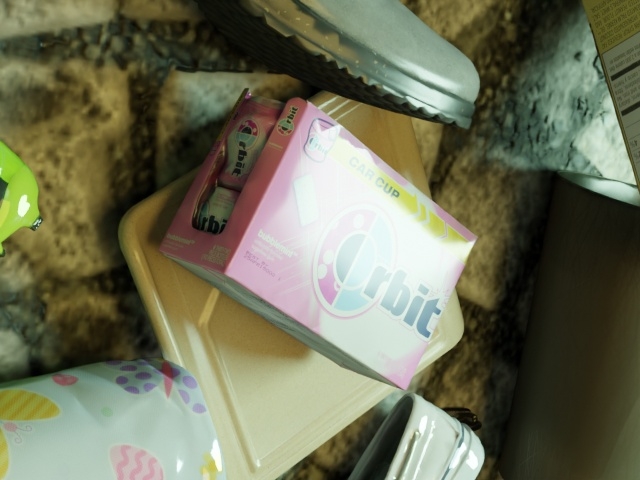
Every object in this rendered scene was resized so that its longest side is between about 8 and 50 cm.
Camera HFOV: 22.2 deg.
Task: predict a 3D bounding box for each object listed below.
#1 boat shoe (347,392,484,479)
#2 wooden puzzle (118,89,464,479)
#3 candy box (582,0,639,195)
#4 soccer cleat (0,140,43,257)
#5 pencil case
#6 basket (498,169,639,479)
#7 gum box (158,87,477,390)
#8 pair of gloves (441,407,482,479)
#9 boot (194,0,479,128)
[{"bbox_3d":[0.019,0.204,1.100,0.076,0.083,0.226,42,70,-21],"label":"boat shoe"},{"bbox_3d":[-0.013,0.024,1.028,0.238,0.044,0.221,-37,125,-31],"label":"wooden puzzle"},{"bbox_3d":[0.272,-0.125,1.078,0.183,0.087,0.316,0,69,-40],"label":"candy box"},{"bbox_3d":[-0.220,0.014,0.837,0.179,0.060,0.072,-50,121,-24],"label":"soccer cleat"},{"bbox_3d":[-0.183,0.142,0.870,0.273,0.113,0.124,-12,126,-37],"label":"pencil case"},{"bbox_3d":[0.221,0.082,1.175,0.204,0.154,0.227,10,102,-38],"label":"basket"},{"bbox_3d":[0.000,0.000,0.956,0.188,0.062,0.107,35,77,-44],"label":"gum box"},{"bbox_3d":[0.085,0.161,1.175,0.074,0.010,0.083,-7,106,-38],"label":"pair of gloves"},{"bbox_3d":[-0.001,-0.214,0.885,0.338,0.118,0.223,28,85,-37],"label":"boot"}]
